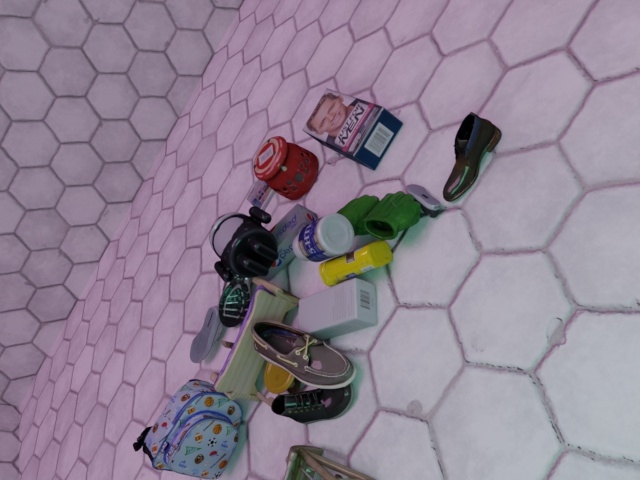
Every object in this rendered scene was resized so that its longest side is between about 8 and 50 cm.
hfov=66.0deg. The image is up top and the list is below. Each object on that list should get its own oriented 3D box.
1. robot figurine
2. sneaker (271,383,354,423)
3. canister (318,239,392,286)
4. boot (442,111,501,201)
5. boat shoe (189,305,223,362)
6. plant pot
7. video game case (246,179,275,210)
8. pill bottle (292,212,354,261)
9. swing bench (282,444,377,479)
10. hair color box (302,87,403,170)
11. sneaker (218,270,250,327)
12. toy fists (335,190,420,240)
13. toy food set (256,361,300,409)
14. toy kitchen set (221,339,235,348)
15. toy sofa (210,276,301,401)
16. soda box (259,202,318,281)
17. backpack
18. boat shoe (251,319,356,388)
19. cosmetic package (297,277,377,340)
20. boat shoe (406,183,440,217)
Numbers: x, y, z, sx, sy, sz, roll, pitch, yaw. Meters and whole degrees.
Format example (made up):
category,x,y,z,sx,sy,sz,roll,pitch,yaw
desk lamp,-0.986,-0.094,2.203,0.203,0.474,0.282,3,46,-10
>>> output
category,x,y,z,sx,sy,sz,roll,pitch,yaw
robot figurine,-0.248,0.012,1.577,0.209,0.174,0.278,-25,34,-23
sneaker,-0.021,0.421,1.279,0.222,0.118,0.083,-36,45,31
canister,0.098,0.061,1.346,0.169,0.126,0.073,-25,85,36
boot,0.348,-0.208,1.220,0.219,0.106,0.082,-59,38,5
boat shoe,-0.397,0.347,1.796,0.083,0.075,0.226,34,102,34
plant pot,-0.129,-0.260,1.751,0.191,0.174,0.191,-24,55,39
video game case,-0.223,-0.201,1.948,0.157,0.019,0.143,-57,39,8
pill bottle,0.000,0.000,1.355,0.186,0.112,0.112,-25,50,58
swing bench,-0.019,0.632,1.120,0.254,0.165,0.253,1,71,50
hair color box,0.092,-0.370,1.610,0.174,0.105,0.347,-58,37,6
sneaker,-0.301,0.163,1.778,0.121,0.111,0.300,150,131,-77
toy fists,0.150,-0.065,1.350,0.279,0.096,0.142,-2,38,52
toy food set,-0.095,0.379,1.427,0.128,0.071,0.218,5,69,47
toy kitchen set,-0.308,0.383,1.673,0.083,0.068,0.075,-6,65,48
toy sofa,-0.222,0.299,1.535,0.150,0.177,0.363,20,86,52
soda box,-0.128,0.010,1.659,0.286,0.091,0.098,-42,42,26
backpack,-0.371,0.572,1.498,0.213,0.276,0.264,10,71,46
boat shoe,-0.055,0.295,1.312,0.324,0.097,0.117,14,50,36
cosmetic package,0.042,0.197,1.364,0.231,0.085,0.118,-26,52,41
boat shoe,0.268,-0.106,1.306,0.142,0.049,0.040,-124,28,-53
